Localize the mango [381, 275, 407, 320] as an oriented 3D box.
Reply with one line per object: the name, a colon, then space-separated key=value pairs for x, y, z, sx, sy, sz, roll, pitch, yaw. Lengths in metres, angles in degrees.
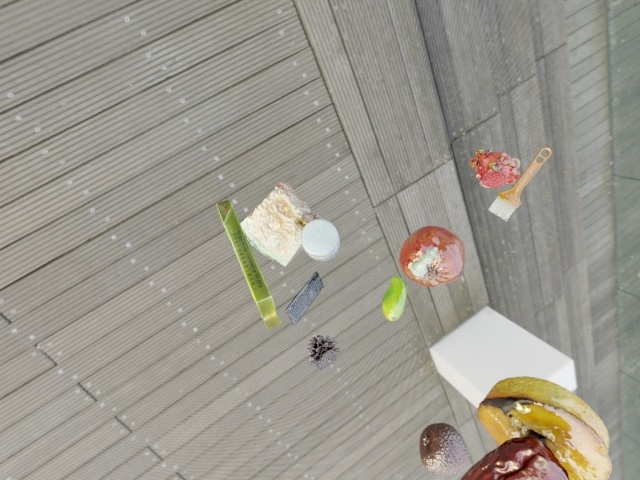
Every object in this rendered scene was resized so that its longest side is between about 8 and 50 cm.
mango: x=0.367 y=0.288 z=1.998 sx=0.111 sy=0.125 sz=0.233 roll=34 pitch=54 yaw=-36

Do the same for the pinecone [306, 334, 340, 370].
pinecone: x=0.007 y=0.440 z=1.609 sx=0.140 sy=0.121 sz=0.140 roll=-20 pitch=127 yaw=-29

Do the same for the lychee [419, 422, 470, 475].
lychee: x=0.470 y=0.796 z=1.542 sx=0.194 sy=0.194 sz=0.194 roll=-9 pitch=113 yaw=-22

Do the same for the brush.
brush: x=0.783 y=-0.226 z=1.558 sx=0.314 sy=0.090 sz=0.017 roll=-56 pitch=160 yaw=12

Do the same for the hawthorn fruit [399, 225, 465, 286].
hawthorn fruit: x=0.517 y=0.053 z=1.861 sx=0.287 sy=0.330 sz=0.287 roll=9 pitch=124 yaw=14

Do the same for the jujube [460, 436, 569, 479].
jujube: x=0.358 y=0.480 z=0.753 sx=0.155 sy=0.155 sz=0.230 roll=36 pitch=100 yaw=-31

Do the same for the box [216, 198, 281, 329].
box: x=-0.185 y=0.060 z=1.029 sx=0.043 sy=0.311 sz=0.173 roll=-22 pitch=149 yaw=-12

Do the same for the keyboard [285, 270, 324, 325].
keyboard: x=-0.058 y=0.221 z=1.587 sx=0.250 sy=0.017 sz=0.087 roll=-48 pitch=122 yaw=-46

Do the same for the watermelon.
watermelon: x=-0.129 y=-0.074 z=1.565 sx=0.264 sy=0.151 sz=0.302 roll=41 pitch=126 yaw=-8

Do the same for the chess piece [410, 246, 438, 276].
chess piece: x=0.362 y=0.064 z=1.367 sx=0.059 sy=0.059 sz=0.149 roll=-8 pitch=150 yaw=-23

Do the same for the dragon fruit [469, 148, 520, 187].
dragon fruit: x=0.611 y=-0.260 z=1.433 sx=0.150 sy=0.207 sz=0.133 roll=-41 pitch=126 yaw=3

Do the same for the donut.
donut: x=0.463 y=0.396 z=0.844 sx=0.118 sy=0.253 sz=0.253 roll=-39 pitch=123 yaw=-30

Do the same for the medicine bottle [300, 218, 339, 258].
medicine bottle: x=0.000 y=0.000 z=1.392 sx=0.135 sy=0.168 sz=0.135 roll=-1 pitch=83 yaw=5
